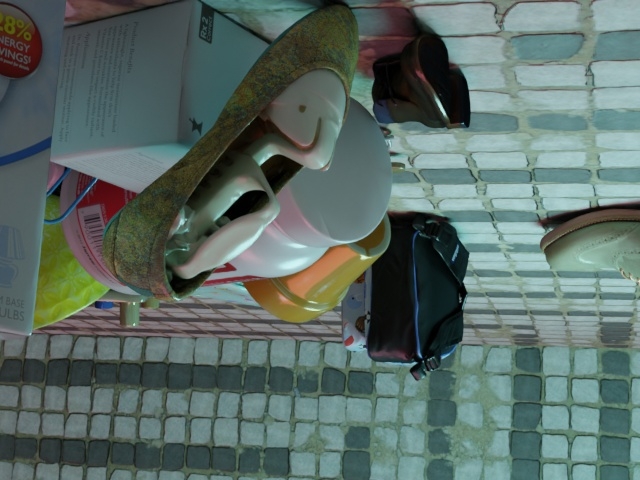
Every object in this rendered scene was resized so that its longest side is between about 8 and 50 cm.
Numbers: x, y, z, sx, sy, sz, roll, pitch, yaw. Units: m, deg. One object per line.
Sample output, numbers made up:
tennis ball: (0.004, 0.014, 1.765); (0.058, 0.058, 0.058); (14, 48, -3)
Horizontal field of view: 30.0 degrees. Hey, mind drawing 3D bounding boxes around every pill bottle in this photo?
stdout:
pill bottle: (-0.119, -0.060, 1.464); (0.229, 0.229, 0.408); (15, 163, -43)

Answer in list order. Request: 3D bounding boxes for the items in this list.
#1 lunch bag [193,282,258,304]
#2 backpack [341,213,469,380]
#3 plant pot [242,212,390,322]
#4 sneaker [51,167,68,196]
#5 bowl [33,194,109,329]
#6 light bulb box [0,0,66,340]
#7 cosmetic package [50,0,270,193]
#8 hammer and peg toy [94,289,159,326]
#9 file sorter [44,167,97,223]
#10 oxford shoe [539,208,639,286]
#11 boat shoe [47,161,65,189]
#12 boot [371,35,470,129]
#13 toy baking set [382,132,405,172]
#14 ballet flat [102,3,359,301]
lunch bag: (-0.148, 0.063, 2.331); (0.279, 0.108, 0.224); (13, 168, -34)
backpack: (0.156, 0.103, 2.115); (0.213, 0.276, 0.263); (2, 175, 29)
plant pot: (0.000, 0.000, 1.846); (0.205, 0.205, 0.188); (13, 148, -39)
sneaker: (-0.313, -0.087, 1.746); (0.221, 0.083, 0.087); (-3, 164, 19)
bowl: (-0.441, 0.004, 1.701); (0.289, 0.156, 0.289); (-9, -155, 4)
light bulb box: (-0.424, -0.113, 0.983); (0.225, 0.361, 0.358); (-10, 162, 42)
cosmetic package: (-0.164, -0.145, 1.261); (0.184, 0.151, 0.151); (-4, 165, 33)
hammer and peg toy: (-0.490, 0.078, 2.326); (0.361, 0.127, 0.266); (2, -172, 5)
file sorter: (-0.337, -0.117, 1.339); (0.104, 0.170, 0.118); (-46, 149, 13)
oxford shoe: (0.515, 0.027, 1.888); (0.140, 0.146, 0.397); (13, 165, -40)
boat shoe: (-0.421, -0.103, 1.600); (0.258, 0.095, 0.084); (-2, -161, 37)
boot: (0.092, -0.161, 1.289); (0.106, 0.082, 0.219); (-3, 168, 18)
toy baking set: (0.011, -0.121, 1.633); (0.197, 0.030, 0.256); (-2, 167, 12)
ballet flat: (-0.058, -0.076, 1.141); (0.123, 0.348, 0.123); (42, 171, 8)
